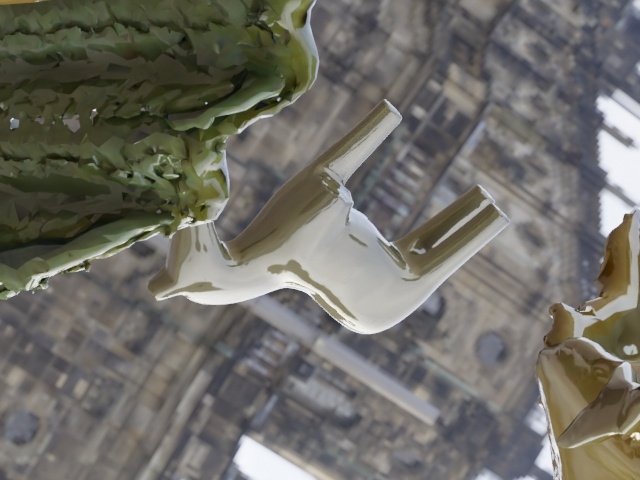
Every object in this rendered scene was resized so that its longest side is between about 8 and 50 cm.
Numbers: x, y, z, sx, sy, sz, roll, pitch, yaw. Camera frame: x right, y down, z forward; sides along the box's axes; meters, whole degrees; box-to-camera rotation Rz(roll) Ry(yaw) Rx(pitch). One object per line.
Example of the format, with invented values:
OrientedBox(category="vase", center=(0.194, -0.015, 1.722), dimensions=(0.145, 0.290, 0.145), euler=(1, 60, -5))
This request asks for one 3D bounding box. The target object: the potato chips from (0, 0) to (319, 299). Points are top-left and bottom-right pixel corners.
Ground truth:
OrientedBox(category="potato chips", center=(-0.173, -0.156, 0.583), dimensions=(0.429, 0.070, 0.359), euler=(1, -86, 35))

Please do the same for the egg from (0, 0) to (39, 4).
OrientedBox(category="egg", center=(-0.138, -0.200, 0.366), dimensions=(0.250, 0.322, 0.250), euler=(-40, -159, 18))

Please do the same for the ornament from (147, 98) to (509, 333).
OrientedBox(category="ornament", center=(0.000, 0.000, 1.165), dimensions=(0.245, 0.230, 0.061), euler=(-43, -140, 9))

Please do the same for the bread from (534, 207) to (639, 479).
OrientedBox(category="bread", center=(0.223, 0.156, 0.602), dimensions=(0.250, 0.394, 0.361), euler=(8, -156, 34))
